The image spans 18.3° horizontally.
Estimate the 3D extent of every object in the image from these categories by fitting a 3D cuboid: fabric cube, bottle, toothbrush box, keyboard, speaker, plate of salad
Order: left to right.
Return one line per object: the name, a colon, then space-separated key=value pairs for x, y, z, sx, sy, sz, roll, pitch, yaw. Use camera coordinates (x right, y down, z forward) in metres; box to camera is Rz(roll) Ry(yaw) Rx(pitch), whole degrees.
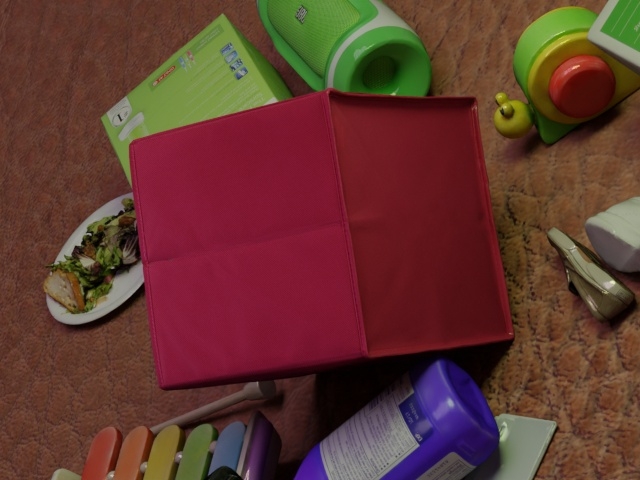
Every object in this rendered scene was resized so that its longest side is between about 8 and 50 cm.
plate of salad: x=-0.269 y=0.015 z=2.455 sx=0.200 sy=0.048 sz=0.200 roll=-27 pitch=39 yaw=25
toothbrush box: x=-0.122 y=-0.110 z=2.366 sx=0.206 sy=0.122 sz=0.283 roll=-40 pitch=35 yaw=7
fabric cube: x=0.000 y=0.000 z=1.950 sx=0.258 sy=0.254 sz=0.259 roll=-13 pitch=83 yaw=38
speaker: x=0.022 y=-0.244 z=2.350 sx=0.131 sy=0.131 sz=0.296 roll=-44 pitch=36 yaw=3
bottle: x=0.038 y=0.232 z=1.893 sx=0.283 sy=0.092 sz=0.118 roll=-41 pitch=33 yaw=14
keyboard: x=0.140 y=0.272 z=1.834 sx=0.072 sy=0.014 sz=0.256 roll=8 pitch=62 yaw=43

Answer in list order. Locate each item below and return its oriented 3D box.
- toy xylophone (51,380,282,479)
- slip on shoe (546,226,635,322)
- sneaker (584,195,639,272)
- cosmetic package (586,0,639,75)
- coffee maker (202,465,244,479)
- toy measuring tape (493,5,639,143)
toy xylophone: x=-0.159 y=0.250 z=2.080 sx=0.323 sy=0.081 sz=0.236 roll=-26 pitch=39 yaw=31
slip on shoe: x=0.253 y=0.033 z=1.923 sx=0.041 sy=0.051 sz=0.135 roll=-53 pitch=41 yaw=10
sneaker: x=0.340 y=0.003 z=1.848 sx=0.094 sy=0.080 sz=0.212 roll=-34 pitch=35 yaw=-14
cosmetic package: x=0.439 y=-0.179 z=1.825 sx=0.197 sy=0.155 sz=0.365 roll=-59 pitch=34 yaw=5
coffee maker: x=-0.133 y=0.293 z=1.855 sx=0.178 sy=0.120 sz=0.171 roll=-35 pitch=27 yaw=13
toy measuring tape: x=0.308 y=-0.219 z=2.052 sx=0.330 sy=0.121 sz=0.121 roll=-36 pitch=37 yaw=13
